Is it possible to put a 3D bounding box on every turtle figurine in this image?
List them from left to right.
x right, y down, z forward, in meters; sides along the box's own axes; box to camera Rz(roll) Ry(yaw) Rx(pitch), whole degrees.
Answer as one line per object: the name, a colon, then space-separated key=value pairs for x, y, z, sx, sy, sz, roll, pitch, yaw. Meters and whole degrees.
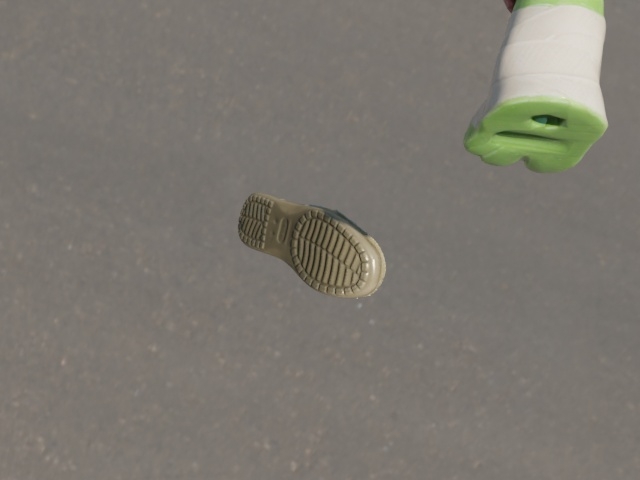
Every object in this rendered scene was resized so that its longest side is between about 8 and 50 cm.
turtle figurine: x=0.123 y=-0.150 z=0.519 sx=0.197 sy=0.274 sz=0.266 roll=18 pitch=68 yaw=-38

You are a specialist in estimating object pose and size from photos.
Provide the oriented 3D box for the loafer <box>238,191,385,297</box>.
loafer: x=0.000 y=0.000 z=0.838 sx=0.050 sy=0.056 sz=0.148 roll=5 pitch=17 yaw=-41
